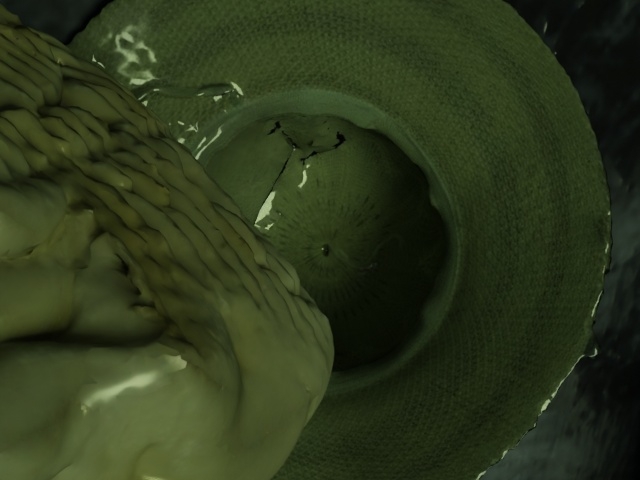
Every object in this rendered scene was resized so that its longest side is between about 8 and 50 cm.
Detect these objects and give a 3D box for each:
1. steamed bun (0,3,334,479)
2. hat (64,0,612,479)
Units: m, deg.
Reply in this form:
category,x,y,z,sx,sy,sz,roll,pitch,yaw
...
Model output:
category,x,y,z,sx,sy,sz,roll,pitch,yaw
steamed bun,-0.171,0.022,0.584,0.203,0.276,0.289,-51,155,15
hat,0.000,0.000,0.755,0.252,0.252,0.110,-54,171,3
